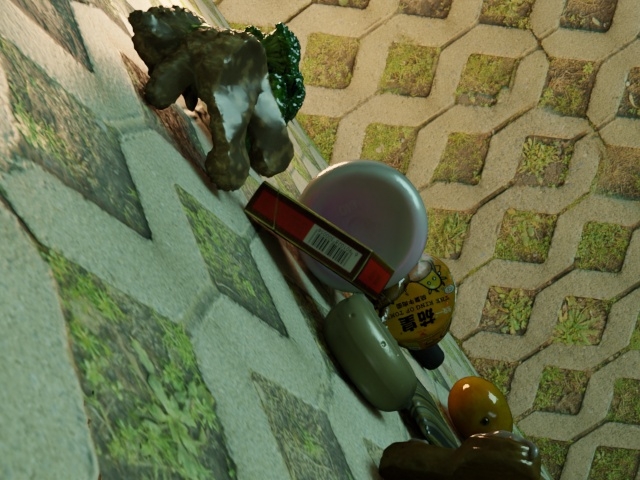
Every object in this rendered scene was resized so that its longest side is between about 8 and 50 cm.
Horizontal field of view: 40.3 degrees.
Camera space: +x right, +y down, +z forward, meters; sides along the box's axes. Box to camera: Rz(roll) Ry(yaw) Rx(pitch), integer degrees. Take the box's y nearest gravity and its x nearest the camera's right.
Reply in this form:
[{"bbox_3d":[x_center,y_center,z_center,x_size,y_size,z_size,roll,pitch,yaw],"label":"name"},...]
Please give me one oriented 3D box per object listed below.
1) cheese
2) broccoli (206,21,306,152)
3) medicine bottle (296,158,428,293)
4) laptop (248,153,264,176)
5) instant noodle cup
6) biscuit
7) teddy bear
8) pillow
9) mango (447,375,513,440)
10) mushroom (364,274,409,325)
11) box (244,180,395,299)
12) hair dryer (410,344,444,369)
[{"bbox_3d":[0.082,0.187,1.416,0.202,0.091,0.175,58,7,8],"label":"cheese"},{"bbox_3d":[-0.168,-0.298,1.644,0.269,0.269,0.254,40,53,-62],"label":"broccoli"},{"bbox_3d":[0.082,-0.036,1.750,0.256,0.256,0.325,55,6,-1],"label":"medicine bottle"},{"bbox_3d":[-0.182,-0.240,1.865,0.154,0.026,0.207,45,12,-49],"label":"laptop"},{"bbox_3d":[0.211,0.150,1.995,0.216,0.216,0.172,59,-1,26],"label":"instant noodle cup"},{"bbox_3d":[0.277,0.382,1.193,0.432,0.283,0.064,43,52,-26],"label":"biscuit"},{"bbox_3d":[-0.193,-0.235,1.410,0.246,0.222,0.296,-24,112,-53],"label":"teddy bear"},{"bbox_3d":[0.199,0.329,1.663,0.208,0.052,0.212,51,10,-45],"label":"pillow"},{"bbox_3d":[0.394,0.430,2.124,0.254,0.139,0.175,55,11,-55],"label":"mango"},{"bbox_3d":[0.124,0.115,1.865,0.080,0.135,0.170,37,45,-22],"label":"mushroom"},{"bbox_3d":[0.000,0.001,1.487,0.240,0.074,0.153,34,2,24],"label":"box"},{"bbox_3d":[0.247,0.240,2.340,0.128,0.070,0.255,52,3,-25],"label":"hair dryer"}]
